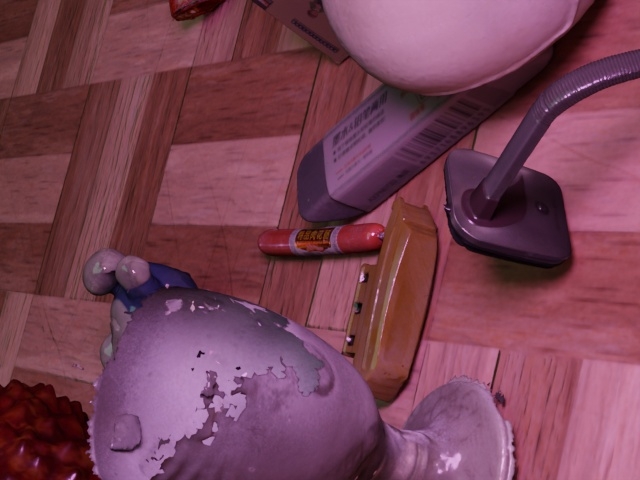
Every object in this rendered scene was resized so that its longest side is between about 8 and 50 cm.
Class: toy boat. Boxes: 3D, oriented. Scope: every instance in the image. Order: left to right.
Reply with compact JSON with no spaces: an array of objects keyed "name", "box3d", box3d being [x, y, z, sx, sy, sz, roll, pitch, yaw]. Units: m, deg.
[{"name":"toy boat","box3d":[0.068,0.057,1.522,0.077,0.057,0.200,-2,72,64]}]

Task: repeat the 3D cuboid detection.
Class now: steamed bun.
[{"name":"steamed bun","box3d":[0.119,-0.277,1.423,0.283,0.177,0.283,-26,38,22]}]

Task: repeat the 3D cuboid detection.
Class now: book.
[{"name":"book","box3d":[0.027,-0.279,1.686,0.199,0.138,0.016,-35,28,45]}]

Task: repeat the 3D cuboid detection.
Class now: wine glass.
[{"name":"wine glass","box3d":[-0.017,0.162,1.314,0.190,0.357,0.190,-35,44,43]}]

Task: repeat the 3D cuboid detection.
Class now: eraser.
[{"name":"eraser","box3d":[0.095,-0.126,1.570,0.352,0.061,0.089,-39,45,42]}]

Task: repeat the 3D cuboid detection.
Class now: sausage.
[{"name":"sausage","box3d":[0.000,0.000,1.681,0.253,0.034,0.034,-4,71,56]}]

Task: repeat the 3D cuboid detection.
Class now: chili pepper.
[{"name":"chili pepper","box3d":[-0.167,-0.386,2.094,0.084,0.086,0.192,110,155,-67]}]

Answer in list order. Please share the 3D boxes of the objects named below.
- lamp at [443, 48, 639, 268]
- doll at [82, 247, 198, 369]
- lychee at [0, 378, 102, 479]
[{"name":"lamp","box3d":[0.222,-0.127,1.321,0.283,0.124,0.203,-45,30,32]},{"name":"doll","box3d":[-0.186,0.137,1.791,0.258,0.154,0.228,-106,11,-53]},{"name":"lychee","box3d":[-0.318,0.381,1.614,0.424,0.425,0.500,-48,44,33]}]
